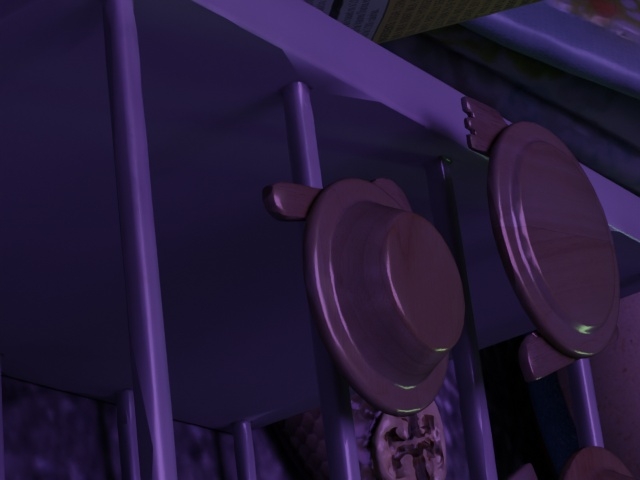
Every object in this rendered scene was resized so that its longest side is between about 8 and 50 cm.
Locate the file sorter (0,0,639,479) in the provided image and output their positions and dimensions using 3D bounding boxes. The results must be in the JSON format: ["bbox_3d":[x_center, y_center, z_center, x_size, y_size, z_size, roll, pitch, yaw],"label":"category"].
[{"bbox_3d":[-0.028,0.068,0.501,0.277,0.193,0.173,22,53,-50],"label":"file sorter"}]

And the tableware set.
[{"bbox_3d":[0.048,0.046,0.434,0.141,0.020,0.169,-5,79,-58],"label":"tableware set"}]

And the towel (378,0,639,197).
[{"bbox_3d":[0.175,-0.148,0.904,0.374,0.090,0.320,26,45,-12],"label":"towel"}]

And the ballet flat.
[{"bbox_3d":[0.000,0.000,0.726,0.084,0.058,0.250,-3,72,-58],"label":"ballet flat"}]

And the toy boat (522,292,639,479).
[{"bbox_3d":[0.206,0.117,0.913,0.318,0.148,0.267,40,32,-25],"label":"toy boat"}]

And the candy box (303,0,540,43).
[{"bbox_3d":[-0.013,-0.156,0.587,0.087,0.316,0.183,112,-39,-74],"label":"candy box"}]
